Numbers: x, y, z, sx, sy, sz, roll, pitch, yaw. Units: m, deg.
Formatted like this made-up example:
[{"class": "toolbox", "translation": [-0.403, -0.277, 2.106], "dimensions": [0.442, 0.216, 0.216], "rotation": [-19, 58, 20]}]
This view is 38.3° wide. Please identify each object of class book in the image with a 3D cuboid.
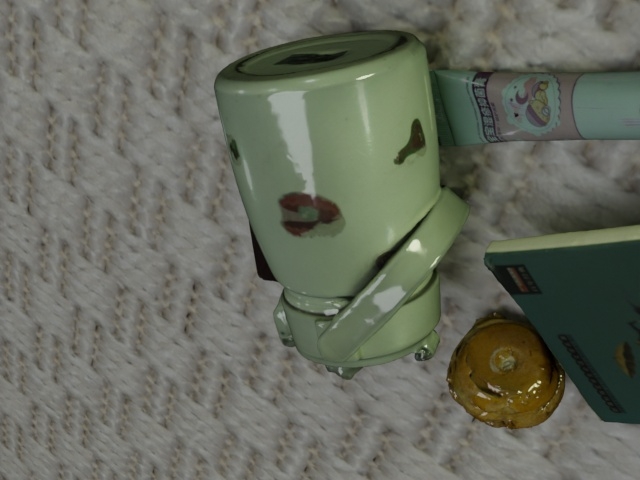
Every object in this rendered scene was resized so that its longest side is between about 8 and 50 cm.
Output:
[{"class": "book", "translation": [0.353, 0.080, 0.797], "dimensions": [0.379, 0.031, 0.264], "rotation": [-9, 127, 49]}]

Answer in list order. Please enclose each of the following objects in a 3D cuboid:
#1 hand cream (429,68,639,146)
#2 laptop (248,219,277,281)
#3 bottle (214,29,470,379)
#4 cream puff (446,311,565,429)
[{"class": "hand cream", "translation": [0.228, -0.122, 0.825], "dimensions": [0.331, 0.058, 0.085], "rotation": [10, 129, 48]}, {"class": "laptop", "translation": [0.000, 0.000, 1.121], "dimensions": [0.207, 0.026, 0.154], "rotation": [11, 122, 34]}, {"class": "bottle", "translation": [0.036, -0.019, 0.927], "dimensions": [0.229, 0.229, 0.351], "rotation": [5, 116, 38]}, {"class": "cream puff", "translation": [0.197, 0.146, 0.991], "dimensions": [0.133, 0.119, 0.104], "rotation": [45, 164, 47]}]
